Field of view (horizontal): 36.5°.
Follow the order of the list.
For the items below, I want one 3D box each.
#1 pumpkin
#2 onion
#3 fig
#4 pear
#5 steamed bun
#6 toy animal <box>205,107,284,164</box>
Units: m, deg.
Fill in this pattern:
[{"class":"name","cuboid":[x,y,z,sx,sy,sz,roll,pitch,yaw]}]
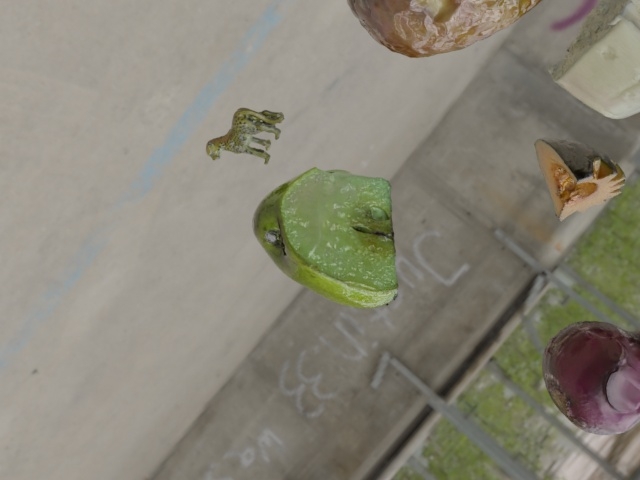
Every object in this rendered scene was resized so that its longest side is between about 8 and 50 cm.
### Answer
[{"class":"pumpkin","cuboid":[0.508,-0.150,1.903,0.130,0.149,0.254,-25,162,0]},{"class":"onion","cuboid":[0.423,0.183,1.385,0.198,0.173,0.135,-37,-169,1]},{"class":"fig","cuboid":[0.137,-0.420,1.204,0.286,0.286,0.369,-40,121,-28]},{"class":"pear","cuboid":[0.000,0.000,1.928,0.281,0.287,0.176,7,153,-19]},{"class":"steamed bun","cuboid":[0.496,-0.313,1.578,0.225,0.200,0.170,-30,-153,58]},{"class":"toy animal","cuboid":[-0.155,-0.225,2.004,0.181,0.136,0.073,125,-27,-60]}]
